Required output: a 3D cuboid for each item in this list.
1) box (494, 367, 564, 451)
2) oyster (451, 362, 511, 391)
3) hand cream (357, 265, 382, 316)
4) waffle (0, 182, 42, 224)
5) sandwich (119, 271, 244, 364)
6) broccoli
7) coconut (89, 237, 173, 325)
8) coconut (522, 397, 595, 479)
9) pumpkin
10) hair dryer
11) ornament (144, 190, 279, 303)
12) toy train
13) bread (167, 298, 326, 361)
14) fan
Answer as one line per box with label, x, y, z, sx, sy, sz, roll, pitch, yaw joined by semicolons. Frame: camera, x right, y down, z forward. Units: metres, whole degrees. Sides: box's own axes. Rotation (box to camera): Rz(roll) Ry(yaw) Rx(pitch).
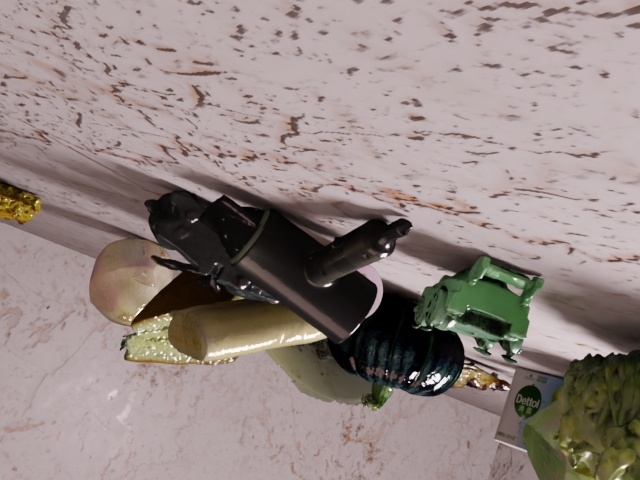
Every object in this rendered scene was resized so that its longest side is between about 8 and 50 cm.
box;0.408;0.309;1.405;0.073;0.139;0.194;26;168;-31
oyster;0.227;0.244;1.651;0.345;0.079;0.129;24;162;-6
hand cream;-0.025;0.047;1.064;0.111;0.070;0.312;22;174;-22
waffle;-0.616;-0.088;1.508;0.197;0.070;0.193;17;170;0
sandwich;-0.171;0.108;1.194;0.128;0.122;0.236;20;-145;19
broccoli;0.328;0.226;0.804;0.248;0.246;0.288;23;170;46
coconut;-0.368;0.088;1.611;0.171;0.171;0.183;25;-150;-26
coconut;0.415;0.310;1.203;0.236;0.236;0.204;18;-170;11
pumpkin;0.104;0.143;1.127;0.194;0.150;0.194;11;-156;-5
hair dryer;0.000;0.000;0.782;0.195;0.078;0.248;37;152;-13
ornament;-0.165;0.007;1.051;0.202;0.080;0.236;36;169;-24
toy train;0.147;0.063;0.780;0.099;0.081;0.149;21;176;-5
bread;-0.092;0.108;1.051;0.178;0.060;0.139;-7;-174;-30
fan;0.069;0.146;1.254;0.414;0.233;0.012;6;138;-42
